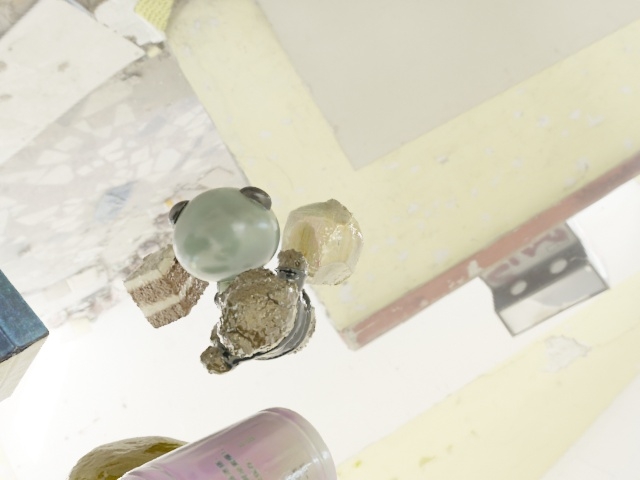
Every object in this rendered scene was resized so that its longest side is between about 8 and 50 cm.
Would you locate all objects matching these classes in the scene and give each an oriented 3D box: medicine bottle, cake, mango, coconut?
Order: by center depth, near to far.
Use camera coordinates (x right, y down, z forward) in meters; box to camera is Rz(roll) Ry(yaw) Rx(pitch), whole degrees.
[{"bbox_3d":[-0.115,0.285,0.565,0.152,0.152,0.254,-38,162,35],"label":"medicine bottle"},{"bbox_3d":[-0.296,0.421,0.949,0.332,0.142,0.195,-8,-169,13],"label":"mango"},{"bbox_3d":[0.002,0.000,1.175,0.194,0.194,0.194,-31,172,-5],"label":"coconut"},{"bbox_3d":[-0.362,0.103,1.276,0.135,0.147,0.135,-26,-157,25],"label":"cake"}]

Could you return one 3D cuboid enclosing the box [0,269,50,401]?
[{"bbox_3d":[-0.555,0.107,0.806,0.261,0.279,0.116,-42,176,38],"label":"box"}]

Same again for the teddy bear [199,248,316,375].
[{"bbox_3d":[-0.067,0.096,0.697,0.251,0.129,0.181,137,-24,-82],"label":"teddy bear"}]

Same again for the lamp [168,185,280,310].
[{"bbox_3d":[-0.162,0.021,1.004,0.198,0.243,0.197,-13,-158,5],"label":"lamp"}]
